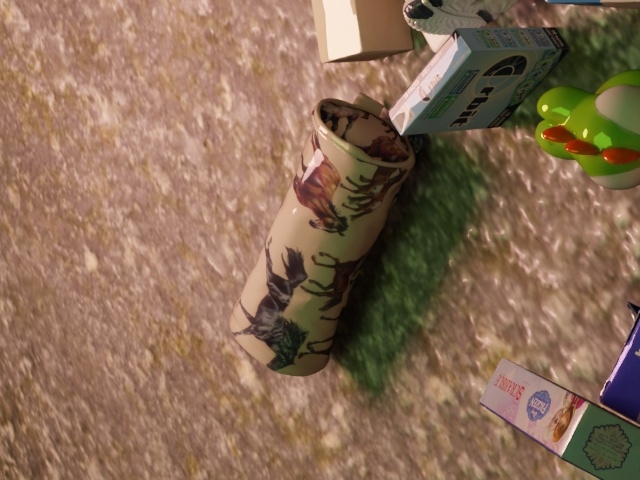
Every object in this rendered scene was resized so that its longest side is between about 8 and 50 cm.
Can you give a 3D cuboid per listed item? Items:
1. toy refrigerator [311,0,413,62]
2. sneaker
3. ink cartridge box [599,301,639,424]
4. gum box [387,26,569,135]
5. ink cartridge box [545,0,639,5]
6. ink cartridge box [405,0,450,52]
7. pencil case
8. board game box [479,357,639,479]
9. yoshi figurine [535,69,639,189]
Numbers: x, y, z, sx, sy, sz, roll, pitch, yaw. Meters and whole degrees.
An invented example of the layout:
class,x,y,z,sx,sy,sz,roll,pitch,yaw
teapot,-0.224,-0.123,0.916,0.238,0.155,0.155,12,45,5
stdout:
class,x,y,z,sx,sy,sz,roll,pitch,yaw
toy refrigerator,0.040,-0.382,2.117,0.094,0.102,0.270,-10,90,47
sneaker,0.189,-0.356,1.913,0.235,0.094,0.153,-31,54,4
ink cartridge box,0.477,0.184,1.609,0.395,0.270,0.151,26,90,40
gum box,0.195,-0.197,1.922,0.157,0.184,0.041,-50,61,39
ink cartridge box,0.367,-0.299,1.711,0.148,0.203,0.086,7,99,46
ink cartridge box,0.160,-0.354,2.020,0.115,0.067,0.198,-39,67,43
pencil case,0.000,0.000,2.186,0.159,0.183,0.410,28,120,9
board game box,0.353,0.243,1.654,0.066,0.318,0.318,-62,9,-1
yoshi figurine,0.421,-0.112,1.728,0.362,0.203,0.204,21,85,34
